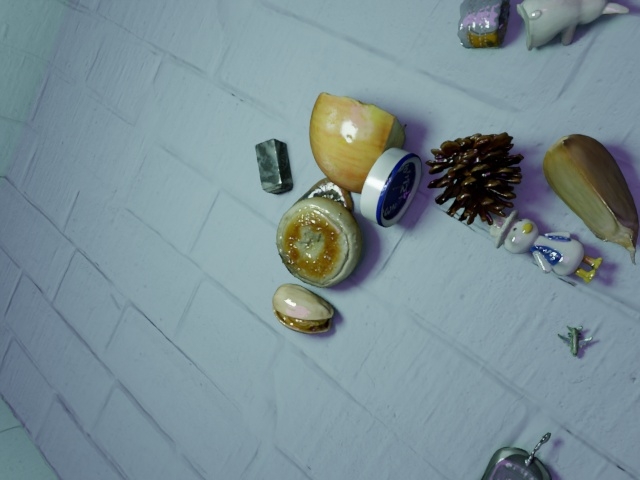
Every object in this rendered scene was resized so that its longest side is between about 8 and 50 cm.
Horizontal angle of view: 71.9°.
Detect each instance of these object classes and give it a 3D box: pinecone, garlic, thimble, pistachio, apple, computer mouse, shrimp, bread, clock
[{"bbox_3d":[0.413,-0.164,1.182,0.264,0.264,0.264,-1,87,27],"label":"pinecone"},{"bbox_3d":[0.673,-0.100,1.088,0.151,0.196,0.338,-32,76,39],"label":"garlic"},{"bbox_3d":[0.463,-0.628,1.252,0.118,0.127,0.151,13,93,29],"label":"thimble"},{"bbox_3d":[-0.063,0.229,1.482,0.229,0.157,0.157,22,98,20],"label":"pistachio"},{"bbox_3d":[0.095,-0.320,1.391,0.309,0.252,0.314,22,136,20],"label":"apple"},{"bbox_3d":[0.517,0.670,1.190,0.167,0.090,0.379,32,96,19],"label":"computer mouse"},{"bbox_3d":[-0.006,-0.087,1.512,0.262,0.051,0.198,-35,73,18],"label":"shrimp"},{"bbox_3d":[0.000,0.000,1.423,0.305,0.159,0.305,10,115,22],"label":"bread"},{"bbox_3d":[0.209,-0.155,1.303,0.083,0.230,0.230,26,100,27],"label":"clock"}]

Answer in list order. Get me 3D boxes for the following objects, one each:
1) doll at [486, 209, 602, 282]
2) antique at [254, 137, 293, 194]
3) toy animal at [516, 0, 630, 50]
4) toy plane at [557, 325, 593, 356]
[{"bbox_3d":[0.580,0.010,1.169,0.293,0.119,0.138,31,75,25],"label":"doll"},{"bbox_3d":[-0.165,-0.259,1.580,0.086,0.088,0.183,-14,82,26],"label":"antique"},{"bbox_3d":[0.667,-0.604,1.156,0.282,0.138,0.140,-13,90,3],"label":"toy animal"},{"bbox_3d":[0.668,0.264,1.159,0.080,0.033,0.083,1,95,26],"label":"toy plane"}]
